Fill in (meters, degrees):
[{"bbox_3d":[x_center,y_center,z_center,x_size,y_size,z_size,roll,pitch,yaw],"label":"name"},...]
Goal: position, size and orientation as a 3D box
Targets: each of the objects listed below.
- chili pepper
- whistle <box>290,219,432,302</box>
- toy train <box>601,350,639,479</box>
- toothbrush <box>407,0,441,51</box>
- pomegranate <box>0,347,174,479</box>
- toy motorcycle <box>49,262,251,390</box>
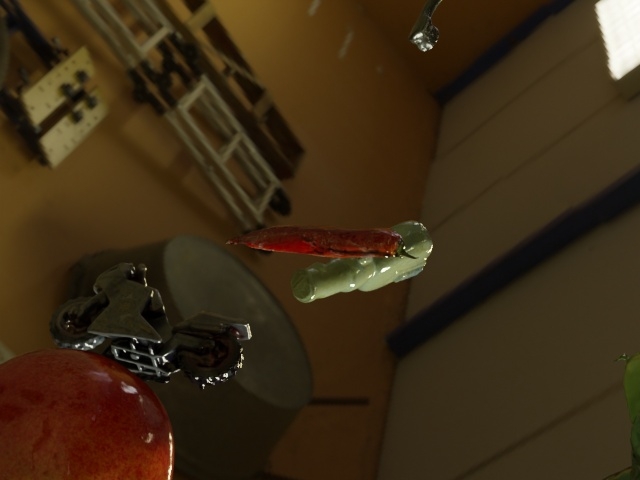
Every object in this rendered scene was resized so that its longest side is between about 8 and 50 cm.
[{"bbox_3d":[0.000,0.000,0.875,0.178,0.027,0.045,2,-177,22],"label":"chili pepper"},{"bbox_3d":[0.064,0.034,1.352,0.258,0.067,0.126,-15,158,-45],"label":"whistle"},{"bbox_3d":[0.222,0.042,0.373,0.253,0.105,0.157,-33,-169,29],"label":"toy train"},{"bbox_3d":[0.162,-0.329,1.272,0.030,0.030,0.297,-29,-155,41],"label":"toothbrush"},{"bbox_3d":[-0.240,0.225,0.902,0.221,0.221,0.256,-21,-129,54],"label":"pomegranate"},{"bbox_3d":[-0.172,0.088,1.054,0.215,0.080,0.122,12,-131,16],"label":"toy motorcycle"}]
